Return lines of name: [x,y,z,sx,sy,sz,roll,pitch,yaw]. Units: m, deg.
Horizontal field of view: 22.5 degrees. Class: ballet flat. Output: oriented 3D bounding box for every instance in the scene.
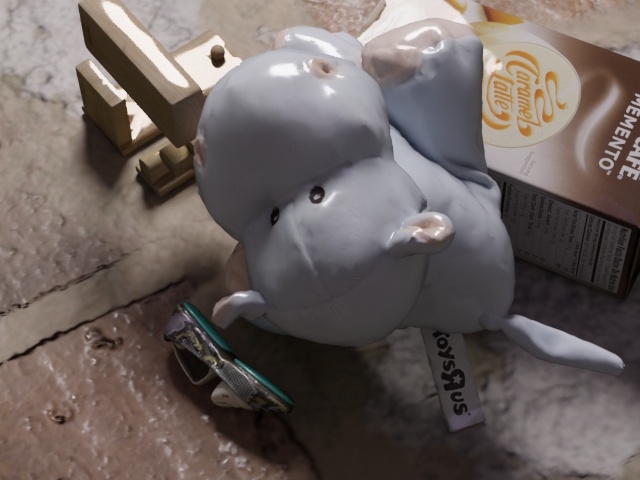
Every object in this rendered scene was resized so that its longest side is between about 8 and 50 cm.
ballet flat: [-0.066,0.090,1.092,0.041,0.041,0.114,-38,63,-21]

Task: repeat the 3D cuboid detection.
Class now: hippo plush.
hippo plush: [0.000,0.000,0.993,0.234,0.236,0.294,-24,85,26]

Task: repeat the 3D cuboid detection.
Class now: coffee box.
coffee box: [0.136,-0.077,1.156,0.246,0.098,0.141,22,60,16]

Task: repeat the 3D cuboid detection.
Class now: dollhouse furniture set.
dollhouse furniture set: [-0.092,-0.125,1.165,0.123,0.151,0.144,-33,63,-19]
